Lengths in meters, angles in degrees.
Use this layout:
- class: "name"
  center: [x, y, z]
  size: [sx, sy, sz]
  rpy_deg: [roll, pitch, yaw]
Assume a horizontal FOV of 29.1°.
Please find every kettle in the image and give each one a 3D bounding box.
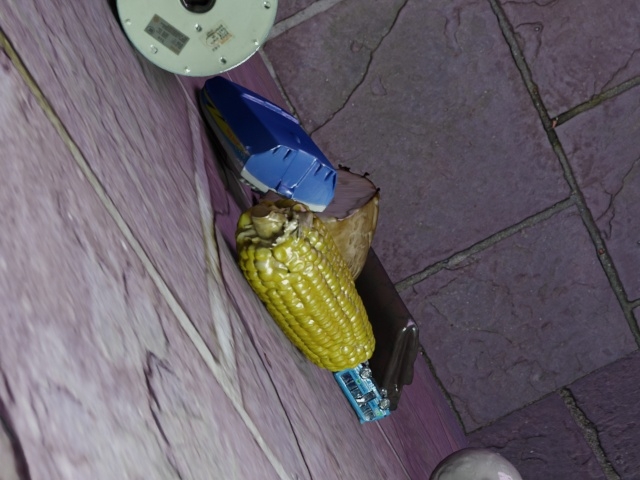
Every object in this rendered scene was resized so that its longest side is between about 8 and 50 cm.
- class: "kettle"
  center: [-0.154, -0.266, 1.316]
  size: [0.210, 0.160, 0.243]
  rpy_deg: [34, 1, -8]

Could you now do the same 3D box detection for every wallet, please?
- class: "wallet"
  center: [0.065, 0.096, 1.690]
  size: [0.182, 0.049, 0.229]
  rpy_deg: [101, -30, -45]

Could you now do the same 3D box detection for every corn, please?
- class: "corn"
  center: [-0.012, 0.047, 1.227]
  size: [0.262, 0.097, 0.097]
  rpy_deg: [60, 5, -48]

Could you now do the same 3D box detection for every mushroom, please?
- class: "mushroom"
  center: [0.000, 0.000, 1.582]
  size: [0.286, 0.156, 0.151]
  rpy_deg: [-82, 171, -75]

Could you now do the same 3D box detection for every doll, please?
- class: "doll"
  center: [0.215, 0.393, 1.637]
  size: [0.151, 0.151, 0.287]
  rpy_deg: [61, 11, -20]

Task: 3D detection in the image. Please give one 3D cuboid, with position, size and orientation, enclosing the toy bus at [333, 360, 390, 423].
- class: "toy bus"
  center: [0.051, 0.180, 1.498]
  size: [0.083, 0.046, 0.038]
  rpy_deg: [59, 5, -15]

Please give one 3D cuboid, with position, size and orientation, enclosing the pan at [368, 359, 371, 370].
- class: "pan"
  center: [0.033, 0.127, 1.653]
  size: [0.212, 0.040, 0.115]
  rpy_deg: [-108, 175, -62]

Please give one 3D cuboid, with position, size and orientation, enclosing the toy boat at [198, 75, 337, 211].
- class: "toy boat"
  center: [-0.083, -0.134, 1.513]
  size: [0.129, 0.088, 0.295]
  rpy_deg: [24, 18, -34]
